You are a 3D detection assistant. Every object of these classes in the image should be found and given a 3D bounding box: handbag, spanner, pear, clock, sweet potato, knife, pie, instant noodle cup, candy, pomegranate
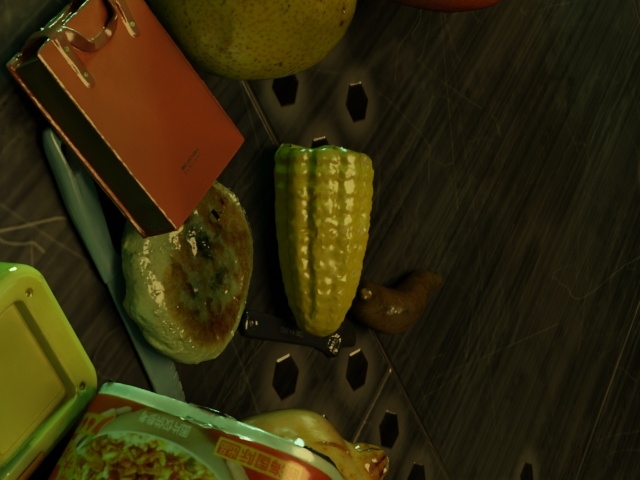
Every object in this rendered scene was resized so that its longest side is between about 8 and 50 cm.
[{"bbox_3d":[-0.157,-0.114,0.998,0.190,0.063,0.127,54,47,-24],"label":"handbag"},{"bbox_3d":[-0.019,0.096,1.280,0.208,0.012,0.046,17,76,-54],"label":"spanner"},{"bbox_3d":[-0.065,-0.238,1.066,0.198,0.198,0.198,-1,92,-56],"label":"pear"},{"bbox_3d":[-0.264,0.119,0.846,0.202,0.096,0.143,-52,133,-40],"label":"clock"},{"bbox_3d":[0.091,0.073,1.407,0.249,0.059,0.069,-7,84,-60],"label":"sweet potato"},{"bbox_3d":[-0.174,0.034,1.051,0.044,0.019,0.313,-51,133,-46],"label":"knife"},{"bbox_3d":[-0.116,0.020,1.097,0.187,0.041,0.187,8,81,-59],"label":"pie"},{"bbox_3d":[-0.121,0.285,0.871,0.294,0.294,0.308,43,62,-47],"label":"instant noodle cup"},{"bbox_3d":[0.000,0.000,1.238,0.106,0.094,0.199,0,96,-21],"label":"candy"},{"bbox_3d":[-0.035,0.257,1.094,0.209,0.209,0.209,-1,92,-56],"label":"pomegranate"}]

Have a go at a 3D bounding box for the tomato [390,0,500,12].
[{"bbox_3d":[0.124,-0.360,1.271,0.256,0.256,0.224,-21,135,-54],"label":"tomato"}]
